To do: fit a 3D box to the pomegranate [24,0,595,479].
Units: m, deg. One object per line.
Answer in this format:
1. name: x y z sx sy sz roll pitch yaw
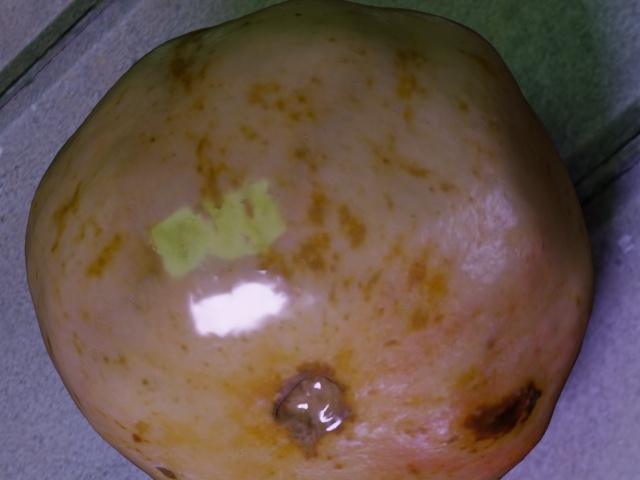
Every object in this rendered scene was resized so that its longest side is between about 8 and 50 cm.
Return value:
1. pomegranate: 0.000 0.000 1.161 0.342 0.342 0.342 -18 61 35
